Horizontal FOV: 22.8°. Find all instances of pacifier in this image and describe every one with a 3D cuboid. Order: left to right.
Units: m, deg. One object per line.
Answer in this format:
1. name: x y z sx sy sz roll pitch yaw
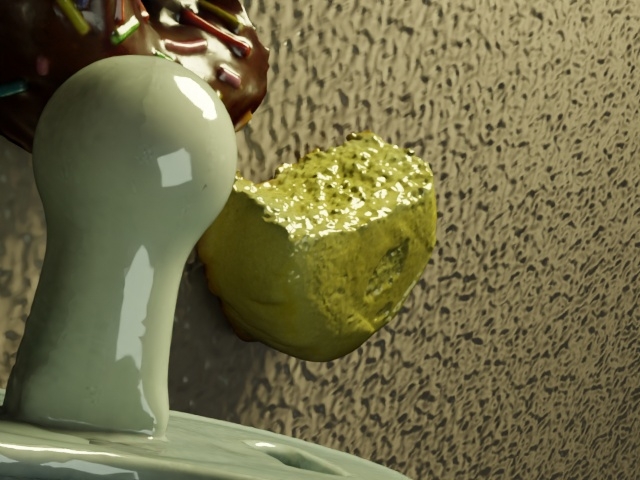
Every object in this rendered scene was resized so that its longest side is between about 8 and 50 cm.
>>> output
1. pacifier: -0.096 0.036 0.675 0.299 0.244 0.233 12 92 -21

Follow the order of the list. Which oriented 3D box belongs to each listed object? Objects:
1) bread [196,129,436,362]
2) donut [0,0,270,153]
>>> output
1. bread: -0.003 0.010 0.933 0.156 0.086 0.125 -21 126 -46
2. donut: -0.083 -0.147 0.745 0.230 0.096 0.216 -60 143 -18
